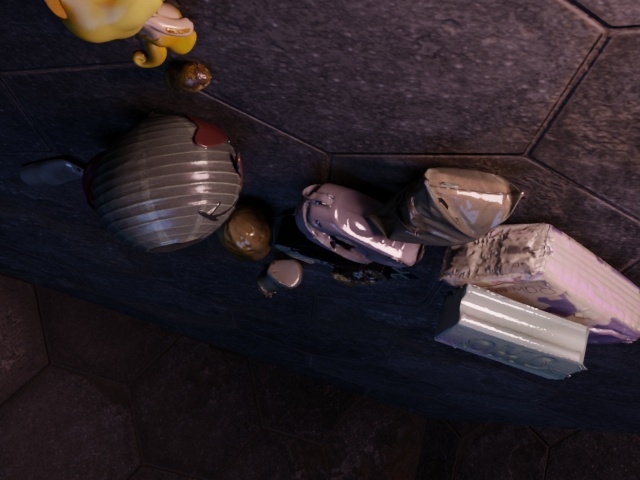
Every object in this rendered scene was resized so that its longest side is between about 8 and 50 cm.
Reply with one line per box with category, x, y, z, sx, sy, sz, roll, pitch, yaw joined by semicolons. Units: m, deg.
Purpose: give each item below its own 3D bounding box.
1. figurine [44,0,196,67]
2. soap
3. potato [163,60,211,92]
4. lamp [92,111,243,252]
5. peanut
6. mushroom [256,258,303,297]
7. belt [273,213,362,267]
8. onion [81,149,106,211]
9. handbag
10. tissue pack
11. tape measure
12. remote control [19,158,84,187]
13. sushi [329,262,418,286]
figurine;-0.233;-0.281;0.944;0.156;0.131;0.246;23;178;25
soap;0.350;0.172;1.473;0.262;0.094;0.150;20;163;-6
potato;-0.194;-0.234;1.165;0.083;0.040;0.051;-4;150;42
lamp;-0.253;-0.100;1.336;0.233;0.233;0.265;27;154;-34
peanut;-0.160;-0.013;1.721;0.120;0.110;0.236;-5;171;-6
mushroom;-0.104;0.094;2.043;0.092;0.081;0.223;-16;175;-18
belt;0.000;0.000;1.668;0.199;0.078;0.151;10;166;11
onion;-0.360;-0.107;1.523;0.177;0.153;0.177;7;171;1
handbag;0.189;-0.052;1.291;0.183;0.117;0.270;6;167;-13
tissue pack;0.415;0.084;1.510;0.344;0.125;0.242;30;159;-33
tape measure;0.053;-0.028;1.476;0.236;0.120;0.197;26;167;-16
remote control;-0.590;-0.141;1.765;0.229;0.044;0.073;-2;153;43
sushi;0.088;0.077;1.877;0.215;0.050;0.192;-1;157;40
